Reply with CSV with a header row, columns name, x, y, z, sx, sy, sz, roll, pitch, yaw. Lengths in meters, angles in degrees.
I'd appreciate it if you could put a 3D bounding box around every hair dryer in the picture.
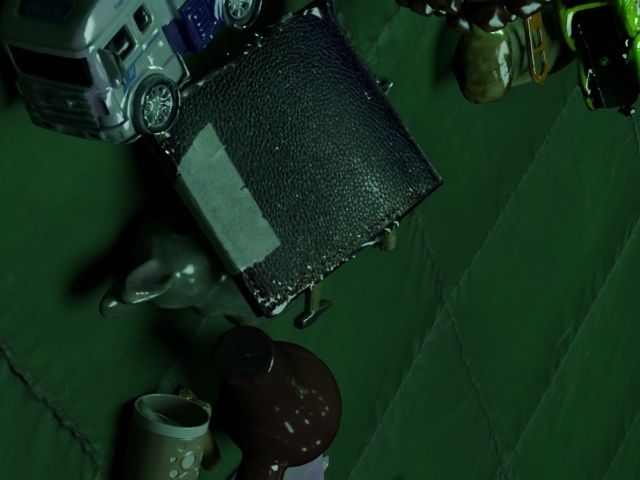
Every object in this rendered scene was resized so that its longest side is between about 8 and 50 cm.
name,x,y,z,sx,sy,sz,roll,pitch,yaw
hair dryer,-0.076,0.259,1.707,0.312,0.123,0.341,54,49,-74

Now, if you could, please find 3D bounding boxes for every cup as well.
name,x,y,z,sx,sy,sz,roll,pitch,yaw
cup,-0.150,0.201,1.676,0.102,0.074,0.099,-87,-170,-72

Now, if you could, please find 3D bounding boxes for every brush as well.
name,x,y,z,sx,sy,sz,roll,pitch,yaw
brush,0.229,-0.328,1.970,0.090,0.017,0.314,-33,119,-50

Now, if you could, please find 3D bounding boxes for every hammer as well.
name,x,y,z,sx,sy,sz,roll,pitch,yaw
hammer,0.000,0.000,1.870,0.062,0.013,0.199,-35,137,-49

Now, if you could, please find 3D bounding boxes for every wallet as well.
name,x,y,z,sx,sy,sz,roll,pitch,yaw
wallet,-0.027,-0.079,1.583,0.262,0.071,0.221,-38,101,-40

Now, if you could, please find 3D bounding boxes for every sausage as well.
name,x,y,z,sx,sy,sz,roll,pitch,yaw
sausage,-0.123,0.192,1.760,0.024,0.024,0.132,-55,150,-28

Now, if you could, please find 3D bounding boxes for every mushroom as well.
name,x,y,z,sx,sy,sz,roll,pitch,yaw
mushroom,0.239,-0.235,2.089,0.312,0.081,0.100,-28,133,-59

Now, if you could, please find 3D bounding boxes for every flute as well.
name,x,y,z,sx,sy,sz,roll,pitch,yaw
flute,0.071,-0.080,1.935,0.027,0.027,0.233,-46,145,-39

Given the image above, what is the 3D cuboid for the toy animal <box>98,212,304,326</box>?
name,x,y,z,sx,sy,sz,roll,pitch,yaw
toy animal,-0.107,0.017,1.575,0.236,0.138,0.108,12,60,-56

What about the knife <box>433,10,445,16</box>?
name,x,y,z,sx,sy,sz,roll,pitch,yaw
knife,0.166,-0.363,1.895,0.072,0.019,0.245,24,94,-26

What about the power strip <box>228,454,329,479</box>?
name,x,y,z,sx,sy,sz,roll,pitch,yaw
power strip,-0.082,0.302,1.897,0.279,0.037,0.109,-45,144,-40

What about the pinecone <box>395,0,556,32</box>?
name,x,y,z,sx,sy,sz,roll,pitch,yaw
pinecone,0.157,-0.323,1.699,0.264,0.264,0.264,-41,142,-44

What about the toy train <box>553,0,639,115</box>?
name,x,y,z,sx,sy,sz,roll,pitch,yaw
toy train,0.338,-0.291,2.090,0.161,0.100,0.296,-73,150,-43

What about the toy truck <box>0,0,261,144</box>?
name,x,y,z,sx,sy,sz,roll,pitch,yaw
toy truck,-0.137,-0.212,1.352,0.268,0.124,0.155,-55,143,-30
